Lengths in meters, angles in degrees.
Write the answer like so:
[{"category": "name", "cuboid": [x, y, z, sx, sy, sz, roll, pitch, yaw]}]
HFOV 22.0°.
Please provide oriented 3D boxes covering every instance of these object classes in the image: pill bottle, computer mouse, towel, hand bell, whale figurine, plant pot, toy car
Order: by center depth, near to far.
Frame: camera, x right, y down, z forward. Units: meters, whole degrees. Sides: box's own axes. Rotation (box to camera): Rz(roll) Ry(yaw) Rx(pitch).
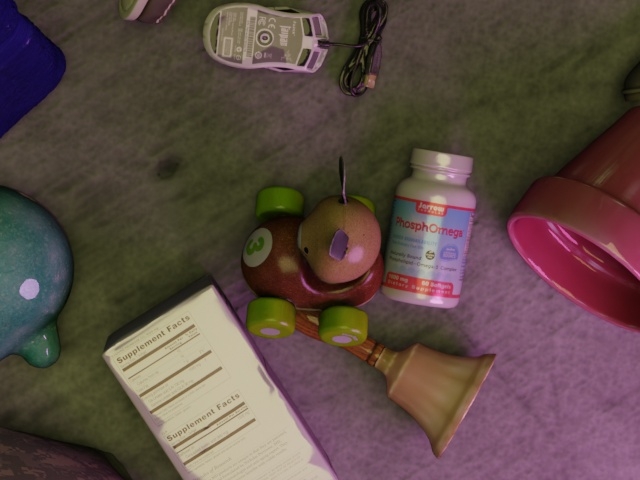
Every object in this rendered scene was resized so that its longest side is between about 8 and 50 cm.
[{"category": "towel", "cuboid": [-0.373, -0.152, 1.576, 0.228, 0.308, 0.076, -42, 80, -1]}, {"category": "toy car", "cuboid": [0.000, 0.000, 1.647, 0.149, 0.188, 0.155, 6, 67, -5]}, {"category": "whale figurine", "cuboid": [-0.365, 0.075, 1.672, 0.216, 0.141, 0.272, 30, 93, -7]}, {"category": "plant pot", "cuboid": [0.323, -0.031, 1.701, 0.201, 0.201, 0.180, 40, 75, -7]}, {"category": "computer mouse", "cuboid": [-0.029, -0.212, 1.725, 0.193, 0.042, 0.106, 6, 99, -11]}, {"category": "pill bottle", "cuboid": [0.116, -0.014, 1.728, 0.087, 0.087, 0.160, 9, 94, -5]}, {"category": "hand bell", "cuboid": [0.051, 0.115, 1.740, 0.242, 0.126, 0.126, 30, 92, 5]}]

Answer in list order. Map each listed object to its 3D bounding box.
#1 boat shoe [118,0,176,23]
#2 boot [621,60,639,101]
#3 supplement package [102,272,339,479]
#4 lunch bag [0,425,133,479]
[{"category": "boat shoe", "cuboid": [-0.108, -0.348, 1.672, 0.091, 0.109, 0.305, 23, 101, -31]}, {"category": "boot", "cuboid": [0.361, -0.271, 1.731, 0.190, 0.076, 0.208, -30, 104, -15]}, {"category": "supplement package", "cuboid": [-0.104, 0.174, 1.703, 0.134, 0.139, 0.244, -32, 95, -2]}, {"category": "lunch bag", "cuboid": [-0.274, 0.295, 1.595, 0.235, 0.287, 0.169, 19, 93, -31]}]
